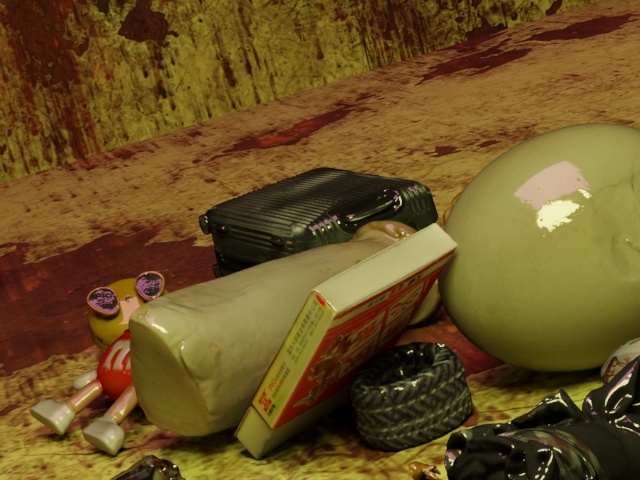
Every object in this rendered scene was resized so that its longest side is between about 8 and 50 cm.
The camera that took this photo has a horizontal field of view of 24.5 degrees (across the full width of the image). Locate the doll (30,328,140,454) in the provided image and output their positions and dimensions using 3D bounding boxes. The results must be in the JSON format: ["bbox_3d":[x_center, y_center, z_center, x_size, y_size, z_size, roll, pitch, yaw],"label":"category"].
[{"bbox_3d":[-0.181,0.137,1.539,0.217,0.085,0.183,-33,25,-33],"label":"doll"}]

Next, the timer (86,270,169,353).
[{"bbox_3d":[-0.223,0.098,1.755,0.107,0.109,0.107,-3,43,3],"label":"timer"}]

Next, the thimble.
[{"bbox_3d":[0.075,0.136,1.309,0.104,0.066,0.095,-20,17,-17],"label":"thimble"}]

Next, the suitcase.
[{"bbox_3d":[0.000,0.000,1.777,0.202,0.128,0.312,-22,16,-26],"label":"suitcase"}]

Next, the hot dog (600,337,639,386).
[{"bbox_3d":[0.315,0.113,1.168,0.191,0.059,0.108,-1,33,33],"label":"hot dog"}]

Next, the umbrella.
[{"bbox_3d":[0.196,0.143,0.972,0.272,0.122,0.110,-8,-33,-38],"label":"umbrella"}]

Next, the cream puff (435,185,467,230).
[{"bbox_3d":[0.178,0.003,1.631,0.104,0.119,0.133,-34,-12,-4],"label":"cream puff"}]

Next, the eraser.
[{"bbox_3d":[0.019,0.092,1.308,0.157,0.038,0.230,-28,-24,-39],"label":"eraser"}]

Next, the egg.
[{"bbox_3d":[0.233,0.006,1.337,0.269,0.219,0.219,-29,16,-9],"label":"egg"}]

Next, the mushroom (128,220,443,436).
[{"bbox_3d":[-0.034,0.089,1.461,0.137,0.154,0.407,21,26,37],"label":"mushroom"}]

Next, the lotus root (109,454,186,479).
[{"bbox_3d":[-0.211,0.241,0.929,0.310,0.183,0.183,-33,17,-8],"label":"lotus root"}]

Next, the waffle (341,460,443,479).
[{"bbox_3d":[0.010,0.238,0.982,0.324,0.068,0.302,-13,15,-16],"label":"waffle"}]
